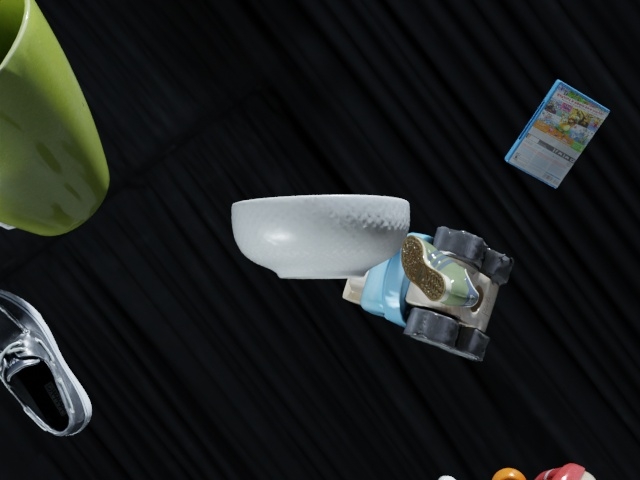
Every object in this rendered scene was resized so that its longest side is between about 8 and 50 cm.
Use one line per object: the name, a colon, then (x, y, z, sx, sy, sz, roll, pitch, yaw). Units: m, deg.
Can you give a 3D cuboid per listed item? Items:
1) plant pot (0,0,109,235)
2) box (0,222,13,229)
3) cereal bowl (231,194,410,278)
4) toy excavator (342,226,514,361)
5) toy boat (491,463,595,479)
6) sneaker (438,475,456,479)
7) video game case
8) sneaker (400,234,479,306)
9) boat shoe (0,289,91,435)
plant pot: (-0.401, -0.141, 1.216, 0.275, 0.293, 0.274, -12, 54, 17)
box: (-0.569, -0.073, 1.644, 0.145, 0.186, 0.038, -11, 67, 38)
cereal bowl: (0.000, 0.000, 1.795, 0.339, 0.141, 0.339, 0, -4, 0)
toy excavator: (0.177, 0.094, 2.046, 0.445, 0.433, 0.222, 14, 82, 33)
toy boat: (0.353, 0.429, 1.585, 0.151, 0.151, 0.231, -61, -2, -20)
sneaker: (0.315, 0.538, 1.849, 0.095, 0.235, 0.090, -38, 0, -10)
video game case: (0.419, -0.186, 1.702, 0.166, 0.119, 0.015, -58, 22, 17)
sneaker: (0.202, 0.058, 1.617, 0.064, 0.086, 0.192, -66, 24, 19)
boat shoe: (-0.511, 0.211, 1.657, 0.108, 0.301, 0.102, -34, -6, 2)
